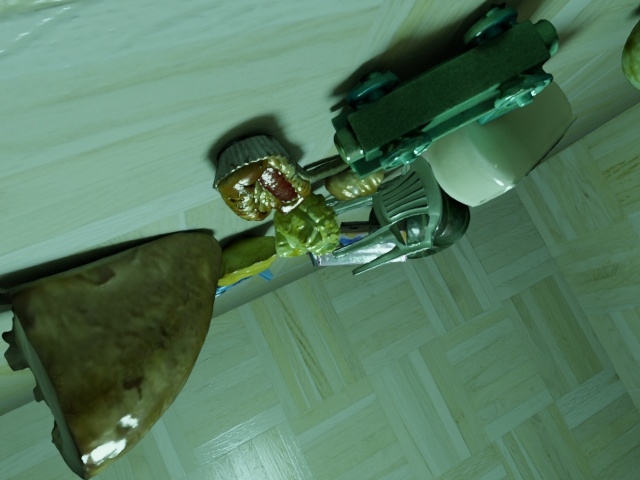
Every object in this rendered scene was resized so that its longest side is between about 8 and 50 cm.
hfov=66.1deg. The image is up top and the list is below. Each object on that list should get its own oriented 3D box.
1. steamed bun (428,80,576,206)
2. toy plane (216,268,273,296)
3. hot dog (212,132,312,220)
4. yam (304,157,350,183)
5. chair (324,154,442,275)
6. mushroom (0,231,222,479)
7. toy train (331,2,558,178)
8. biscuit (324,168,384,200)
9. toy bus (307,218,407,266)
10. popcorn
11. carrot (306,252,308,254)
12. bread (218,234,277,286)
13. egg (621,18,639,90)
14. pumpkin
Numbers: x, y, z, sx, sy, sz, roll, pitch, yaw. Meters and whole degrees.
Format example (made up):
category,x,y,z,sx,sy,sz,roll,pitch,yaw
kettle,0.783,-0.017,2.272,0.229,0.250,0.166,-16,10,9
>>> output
category,x,y,z,sx,sy,sz,roll,pitch,yaw
steamed bun,0.293,-0.187,0.832,0.241,0.164,0.146,-43,180,-23
toy plane,-0.245,0.104,1.391,0.246,0.078,0.169,-17,170,-15
hot dog,-0.080,-0.082,0.697,0.131,0.069,0.253,-26,171,2
yam,0.027,-0.134,0.868,0.129,0.027,0.033,-27,129,-21
chair,0.150,-0.060,1.136,0.274,0.203,0.190,-23,162,15
mushroom,-0.295,0.160,0.857,0.397,0.314,0.224,-27,178,-41
toy train,0.156,-0.181,0.653,0.298,0.120,0.194,-26,177,3
biscuit,0.068,-0.110,0.945,0.118,0.061,0.183,-18,-177,-13
toy bus,0.096,0.004,1.317,0.273,0.112,0.090,-3,-156,12
popcorn,-0.026,-0.036,0.967,0.162,0.141,0.136,-45,144,-30
carrot,-0.001,0.000,1.534,0.070,0.070,0.342,-24,173,-16
bread,-0.183,0.044,1.160,0.160,0.088,0.233,-16,171,-28
egg,0.666,-0.339,0.813,0.289,0.238,0.238,-15,-179,42
pumpkin,0.283,-0.066,1.457,0.300,0.207,0.300,-11,160,-4
